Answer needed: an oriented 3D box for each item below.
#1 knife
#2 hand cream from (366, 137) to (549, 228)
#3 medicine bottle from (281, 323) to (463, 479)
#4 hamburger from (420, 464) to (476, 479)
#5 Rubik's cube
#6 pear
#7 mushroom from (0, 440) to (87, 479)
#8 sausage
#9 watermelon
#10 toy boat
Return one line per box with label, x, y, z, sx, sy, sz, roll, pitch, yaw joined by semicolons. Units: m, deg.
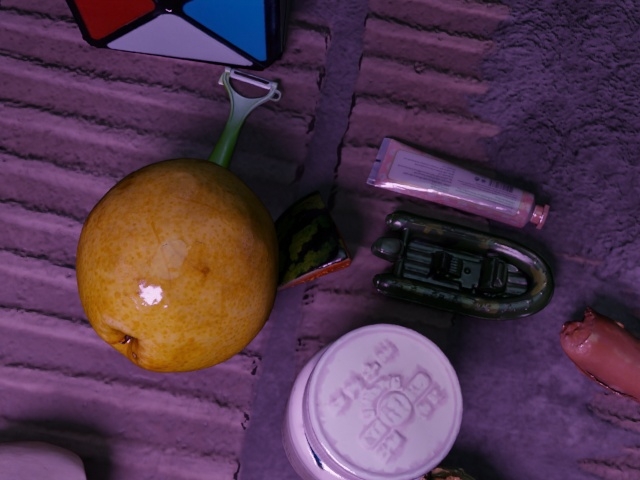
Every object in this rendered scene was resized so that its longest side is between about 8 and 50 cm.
knife;-0.104;-0.126;0.883;0.078;0.022;0.166;16;71;7
hand cream;0.163;-0.061;0.881;0.209;0.043;0.067;20;70;7
medicine bottle;0.038;0.163;0.686;0.143;0.258;0.143;2;73;-5
hamburger;0.155;0.310;0.747;0.102;0.087;0.176;-4;67;-18
Rubik's cube;-0.149;-0.366;0.837;0.248;0.250;0.247;6;73;-1
pear;-0.138;0.030;0.732;0.208;0.209;0.209;1;73;-4
mushroom;-0.328;0.248;0.716;0.225;0.093;0.116;4;94;-9
sausage;0.401;0.164;0.813;0.304;0.078;0.078;25;73;3
watermelon;0.000;0.000;0.838;0.094;0.125;0.135;29;50;-26
toy boat;0.159;0.032;0.843;0.210;0.052;0.104;14;70;0
